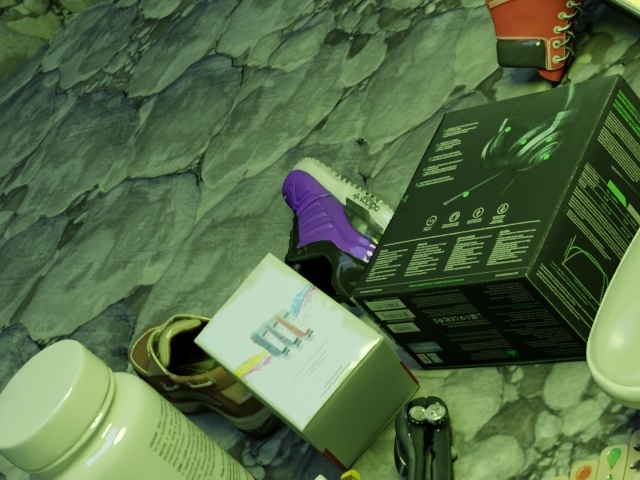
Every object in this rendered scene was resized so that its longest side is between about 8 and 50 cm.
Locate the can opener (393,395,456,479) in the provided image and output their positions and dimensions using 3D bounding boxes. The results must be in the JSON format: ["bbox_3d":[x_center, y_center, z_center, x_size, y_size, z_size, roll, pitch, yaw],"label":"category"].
[{"bbox_3d":[0.103,0.224,1.494,0.059,0.073,0.186,-1,39,-2],"label":"can opener"}]

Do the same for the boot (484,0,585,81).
[{"bbox_3d":[0.305,-0.282,1.806,0.244,0.176,0.088,-11,7,34],"label":"boot"}]

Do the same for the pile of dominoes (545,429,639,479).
[{"bbox_3d":[0.192,0.267,1.321,0.251,0.040,0.196,-32,31,22],"label":"pile of dominoes"}]

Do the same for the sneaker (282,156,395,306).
[{"bbox_3d":[0.000,0.000,1.862,0.146,0.102,0.293,-48,28,-5],"label":"sneaker"}]

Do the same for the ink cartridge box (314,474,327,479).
[{"bbox_3d":[-0.004,0.300,1.484,0.122,0.088,0.052,-46,25,-3],"label":"ink cartridge box"}]

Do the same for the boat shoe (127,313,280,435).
[{"bbox_3d":[-0.143,0.135,1.850,0.324,0.120,0.123,7,57,55],"label":"boat shoe"}]

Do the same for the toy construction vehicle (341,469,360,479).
[{"bbox_3d":[0.002,0.284,1.563,0.086,0.035,0.098,-38,24,35],"label":"toy construction vehicle"}]

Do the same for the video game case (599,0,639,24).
[{"bbox_3d":[0.392,-0.351,1.679,0.275,0.035,0.248,35,90,23],"label":"video game case"}]

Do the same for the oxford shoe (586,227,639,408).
[{"bbox_3d":[0.361,-0.057,1.334,0.169,0.130,0.449,26,75,47],"label":"oxford shoe"}]

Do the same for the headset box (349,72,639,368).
[{"bbox_3d":[0.204,-0.023,1.592,0.246,0.131,0.283,-10,44,47],"label":"headset box"}]

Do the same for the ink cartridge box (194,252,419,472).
[{"bbox_3d":[-0.014,0.125,1.618,0.127,0.128,0.176,-49,55,-6],"label":"ink cartridge box"}]

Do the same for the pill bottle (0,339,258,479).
[{"bbox_3d":[-0.198,0.239,1.614,0.160,0.283,0.160,-32,31,22],"label":"pill bottle"}]
